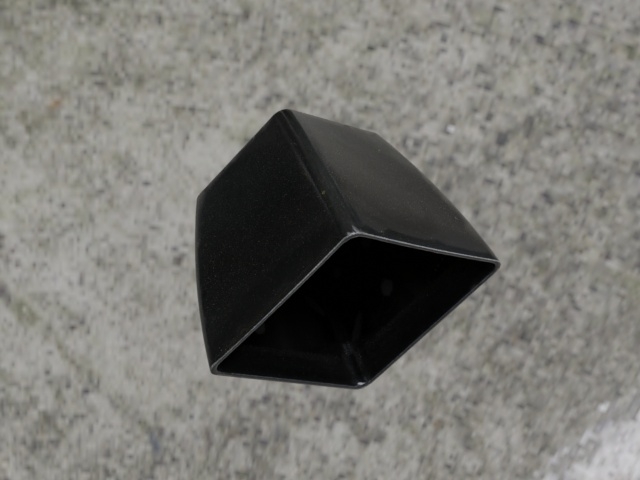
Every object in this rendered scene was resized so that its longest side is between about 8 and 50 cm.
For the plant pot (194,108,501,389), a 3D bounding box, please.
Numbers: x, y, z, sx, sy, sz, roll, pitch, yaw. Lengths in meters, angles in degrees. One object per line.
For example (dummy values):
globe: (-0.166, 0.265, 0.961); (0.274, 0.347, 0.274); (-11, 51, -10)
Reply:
plant pot: (0.000, 0.000, 1.318); (0.188, 0.187, 0.167); (10, 44, -45)
